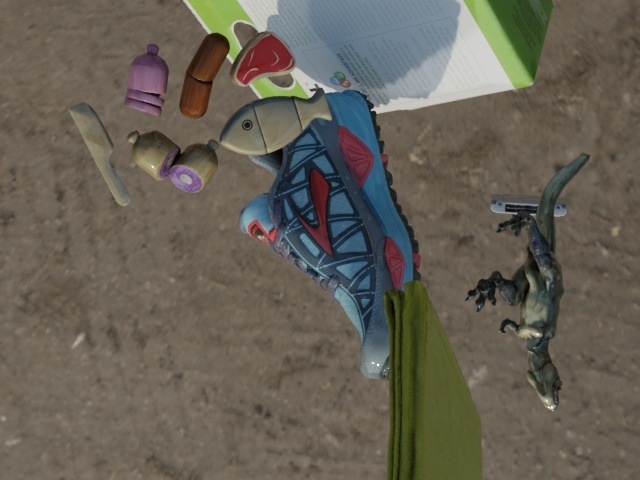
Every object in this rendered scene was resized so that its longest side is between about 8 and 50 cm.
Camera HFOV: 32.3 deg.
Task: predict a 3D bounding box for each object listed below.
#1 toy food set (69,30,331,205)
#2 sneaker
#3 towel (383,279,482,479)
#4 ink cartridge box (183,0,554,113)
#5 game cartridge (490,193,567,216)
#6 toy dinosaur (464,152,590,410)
[{"bbox_3d":[-0.058,-0.068,0.555,0.122,0.019,0.078,-29,107,-12],"label":"toy food set"},{"bbox_3d":[0.000,0.000,0.871,0.125,0.262,0.104,-8,145,-10],"label":"sneaker"},{"bbox_3d":[0.040,0.129,0.386,0.021,0.237,0.102,-12,129,16],"label":"towel"},{"bbox_3d":[0.036,-0.203,0.925,0.255,0.097,0.189,-6,139,36],"label":"ink cartridge box"},{"bbox_3d":[0.233,-0.040,1.242,0.083,0.056,0.017,4,106,8],"label":"game cartridge"},{"bbox_3d":[0.210,0.029,1.096,0.118,0.064,0.268,17,79,-43],"label":"toy dinosaur"}]
